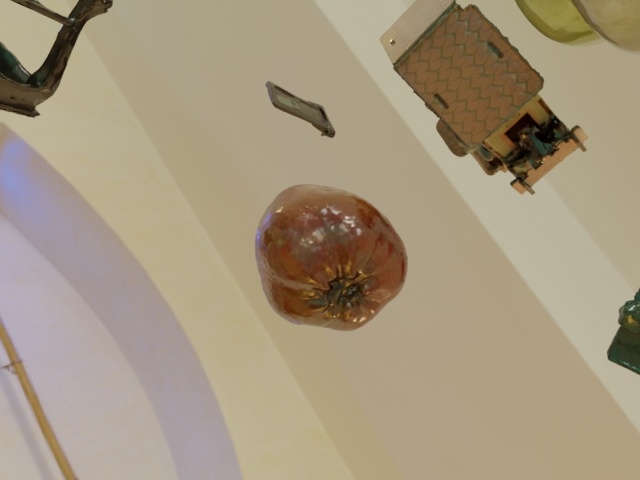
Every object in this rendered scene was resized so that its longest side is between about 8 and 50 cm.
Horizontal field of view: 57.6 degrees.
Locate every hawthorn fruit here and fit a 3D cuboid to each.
[{"bbox_3d":[0.000,0.000,0.636,0.203,0.163,0.162,-119,-146,-56],"label":"hawthorn fruit"}]

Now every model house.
[{"bbox_3d":[0.209,-0.233,0.859,0.169,0.244,0.326,-40,-122,21],"label":"model house"}]

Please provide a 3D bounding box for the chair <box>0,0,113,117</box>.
[{"bbox_3d":[-0.255,-0.102,0.355,0.106,0.113,0.229,43,-78,13],"label":"chair"}]

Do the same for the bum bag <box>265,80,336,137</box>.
[{"bbox_3d":[-0.044,-0.276,1.225,0.026,0.159,0.109,-51,-143,29],"label":"bum bag"}]

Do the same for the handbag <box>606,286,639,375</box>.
[{"bbox_3d":[0.572,0.072,0.805,0.239,0.089,0.326,25,-79,26],"label":"handbag"}]

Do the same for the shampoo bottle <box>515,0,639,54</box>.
[{"bbox_3d":[0.384,-0.374,0.631,0.317,0.322,0.322,1,-75,52],"label":"shampoo bottle"}]
